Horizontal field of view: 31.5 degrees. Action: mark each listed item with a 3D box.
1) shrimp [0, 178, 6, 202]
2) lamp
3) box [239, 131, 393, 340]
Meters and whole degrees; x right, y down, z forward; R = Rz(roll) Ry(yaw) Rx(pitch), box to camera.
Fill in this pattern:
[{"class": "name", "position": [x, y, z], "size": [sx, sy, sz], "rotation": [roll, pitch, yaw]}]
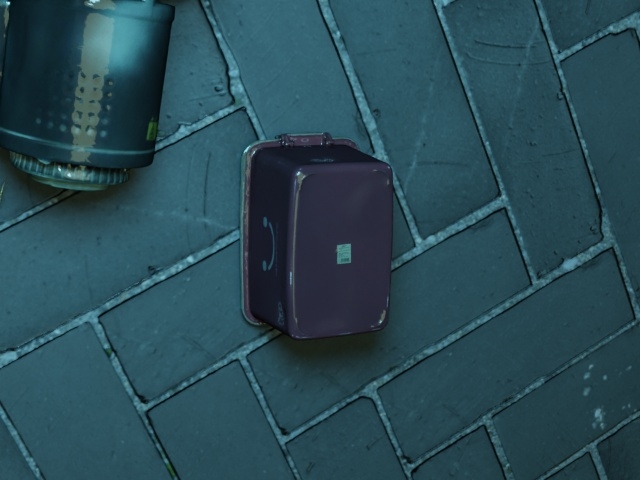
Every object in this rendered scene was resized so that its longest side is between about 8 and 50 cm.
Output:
[{"class": "shrimp", "position": [-0.474, -0.033, 1.473], "size": [0.095, 0.045, 0.162], "rotation": [27, 95, -6]}, {"class": "lamp", "position": [-0.285, -0.200, 1.414], "size": [0.374, 0.205, 0.272], "rotation": [-11, 104, -5]}, {"class": "box", "position": [0.000, 0.000, 1.616], "size": [0.193, 0.167, 0.294], "rotation": [-5, 104, -25]}]
